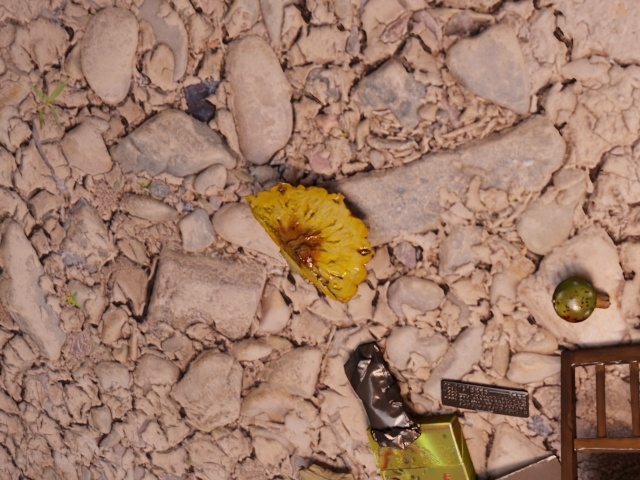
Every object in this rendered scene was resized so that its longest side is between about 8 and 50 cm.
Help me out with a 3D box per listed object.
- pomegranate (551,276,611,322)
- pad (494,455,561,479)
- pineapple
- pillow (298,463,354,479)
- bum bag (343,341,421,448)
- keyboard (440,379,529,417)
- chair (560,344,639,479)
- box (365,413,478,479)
[{"bbox_3d":[0.397,0.096,1.466,0.084,0.073,0.073,31,124,-16],"label":"pomegranate"},{"bbox_3d":[0.343,0.467,1.647,0.211,0.003,0.143,-28,98,19],"label":"pad"},{"bbox_3d":[0.004,0.004,1.622,0.250,0.140,0.164,43,166,23],"label":"pineapple"},{"bbox_3d":[0.010,0.523,1.843,0.119,0.053,0.208,15,119,24],"label":"pillow"},{"bbox_3d":[0.102,0.277,1.680,0.087,0.049,0.198,-32,77,29],"label":"bum bag"},{"bbox_3d":[0.279,0.270,1.627,0.155,0.010,0.053,4,113,26],"label":"keyboard"},{"bbox_3d":[0.490,0.400,1.485,0.203,0.416,0.240,-8,150,30],"label":"chair"},{"bbox_3d":[0.208,0.465,1.723,0.173,0.043,0.311,-11,104,31],"label":"box"}]
